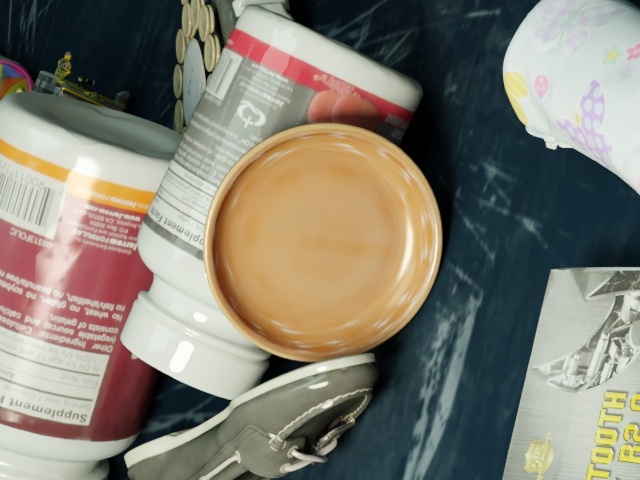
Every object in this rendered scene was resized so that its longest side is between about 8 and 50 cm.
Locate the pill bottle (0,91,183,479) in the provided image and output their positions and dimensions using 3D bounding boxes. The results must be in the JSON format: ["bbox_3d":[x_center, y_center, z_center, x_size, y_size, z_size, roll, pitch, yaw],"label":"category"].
[{"bbox_3d":[-0.254,0.075,1.744,0.224,0.224,0.392,36,111,55],"label":"pill bottle"}]

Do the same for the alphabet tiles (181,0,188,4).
[{"bbox_3d":[-0.137,-0.438,1.920,0.285,0.011,0.342,95,176,-63],"label":"alphabet tiles"}]

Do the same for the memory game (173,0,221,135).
[{"bbox_3d":[-0.124,-0.156,1.829,0.186,0.012,0.186,179,90,-73],"label":"memory game"}]

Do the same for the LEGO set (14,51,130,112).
[{"bbox_3d":[-0.324,-0.124,1.917,0.192,0.331,0.255,-67,14,0],"label":"LEGO set"}]

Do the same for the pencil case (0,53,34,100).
[{"bbox_3d":[-0.445,-0.205,2.284,0.236,0.104,0.104,26,94,55],"label":"pencil case"}]

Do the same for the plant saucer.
[{"bbox_3d":[0.000,0.000,1.491,0.200,0.200,0.037,-65,16,5],"label":"plant saucer"}]

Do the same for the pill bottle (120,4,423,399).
[{"bbox_3d":[-0.052,-0.030,1.586,0.176,0.176,0.318,34,100,55],"label":"pill bottle"}]

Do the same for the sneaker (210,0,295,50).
[{"bbox_3d":[-0.063,-0.197,1.786,0.106,0.078,0.234,126,136,-72],"label":"sneaker"}]

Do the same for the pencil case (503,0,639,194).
[{"bbox_3d":[0.238,-0.086,1.277,0.124,0.113,0.273,-56,37,7],"label":"pencil case"}]

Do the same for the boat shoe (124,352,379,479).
[{"bbox_3d":[-0.050,0.182,1.548,0.335,0.112,0.095,-31,74,47],"label":"boat shoe"}]

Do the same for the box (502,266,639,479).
[{"bbox_3d":[0.213,0.134,1.243,0.183,0.056,0.231,1,73,53],"label":"box"}]
